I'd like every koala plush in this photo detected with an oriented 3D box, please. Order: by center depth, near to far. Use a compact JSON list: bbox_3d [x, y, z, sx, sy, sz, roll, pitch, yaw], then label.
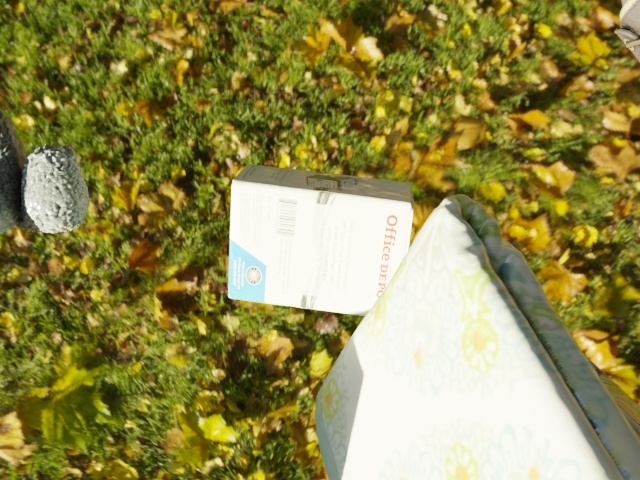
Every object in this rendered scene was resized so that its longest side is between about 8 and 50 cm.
[{"bbox_3d":[-0.350,-0.105,0.588,0.196,0.221,0.203,-30,42,-23],"label":"koala plush"}]

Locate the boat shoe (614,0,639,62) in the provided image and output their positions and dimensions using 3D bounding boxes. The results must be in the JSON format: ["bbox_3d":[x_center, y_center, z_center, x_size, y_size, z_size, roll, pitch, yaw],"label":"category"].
[{"bbox_3d":[0.276,-0.174,0.515,0.093,0.103,0.285,6,70,-10],"label":"boat shoe"}]

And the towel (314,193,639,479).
[{"bbox_3d":[0.123,0.199,0.581,0.090,0.320,0.374,5,44,-29],"label":"towel"}]

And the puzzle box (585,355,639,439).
[{"bbox_3d":[0.326,0.209,0.976,0.409,0.052,0.272,20,21,-35],"label":"puzzle box"}]

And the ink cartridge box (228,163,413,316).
[{"bbox_3d":[0.000,0.000,0.742,0.191,0.082,0.139,7,112,4],"label":"ink cartridge box"}]
